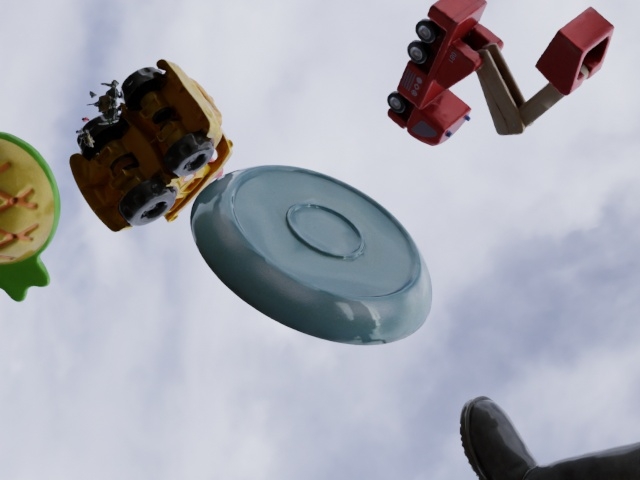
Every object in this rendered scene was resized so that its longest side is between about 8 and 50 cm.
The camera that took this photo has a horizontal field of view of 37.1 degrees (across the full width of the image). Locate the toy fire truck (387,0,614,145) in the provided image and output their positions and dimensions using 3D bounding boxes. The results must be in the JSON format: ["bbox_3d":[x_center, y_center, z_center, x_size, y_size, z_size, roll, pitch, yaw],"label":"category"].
[{"bbox_3d":[0.135,-0.130,0.763,0.135,0.047,0.192,42,-33,14],"label":"toy fire truck"}]

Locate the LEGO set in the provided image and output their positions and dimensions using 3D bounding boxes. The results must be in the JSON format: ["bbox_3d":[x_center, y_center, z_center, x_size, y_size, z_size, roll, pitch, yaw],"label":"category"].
[{"bbox_3d":[-0.240,-0.143,1.059,0.083,0.023,0.054,-38,-114,30],"label":"LEGO set"}]

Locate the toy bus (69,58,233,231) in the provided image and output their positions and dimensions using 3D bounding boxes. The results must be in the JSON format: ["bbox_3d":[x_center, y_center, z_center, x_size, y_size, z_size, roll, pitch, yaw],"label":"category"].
[{"bbox_3d":[-0.196,-0.123,1.312,0.220,0.211,0.149,-43,-110,24],"label":"toy bus"}]

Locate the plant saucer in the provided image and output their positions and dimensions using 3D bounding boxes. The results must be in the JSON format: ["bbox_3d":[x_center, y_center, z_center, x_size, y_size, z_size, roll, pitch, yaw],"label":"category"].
[{"bbox_3d":[0.000,0.000,1.156,0.317,0.317,0.044,43,-54,24],"label":"plant saucer"}]

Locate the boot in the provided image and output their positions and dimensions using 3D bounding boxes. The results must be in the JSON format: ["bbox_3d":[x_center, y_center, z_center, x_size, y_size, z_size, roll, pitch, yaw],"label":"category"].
[{"bbox_3d":[0.255,0.234,0.988,0.208,0.076,0.190,-32,-100,53],"label":"boot"}]

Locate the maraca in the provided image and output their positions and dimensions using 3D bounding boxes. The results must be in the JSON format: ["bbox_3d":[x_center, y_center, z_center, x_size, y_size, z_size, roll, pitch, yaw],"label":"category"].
[{"bbox_3d":[-0.322,-0.022,0.947,0.127,0.099,0.186,8,-64,1],"label":"maraca"}]
